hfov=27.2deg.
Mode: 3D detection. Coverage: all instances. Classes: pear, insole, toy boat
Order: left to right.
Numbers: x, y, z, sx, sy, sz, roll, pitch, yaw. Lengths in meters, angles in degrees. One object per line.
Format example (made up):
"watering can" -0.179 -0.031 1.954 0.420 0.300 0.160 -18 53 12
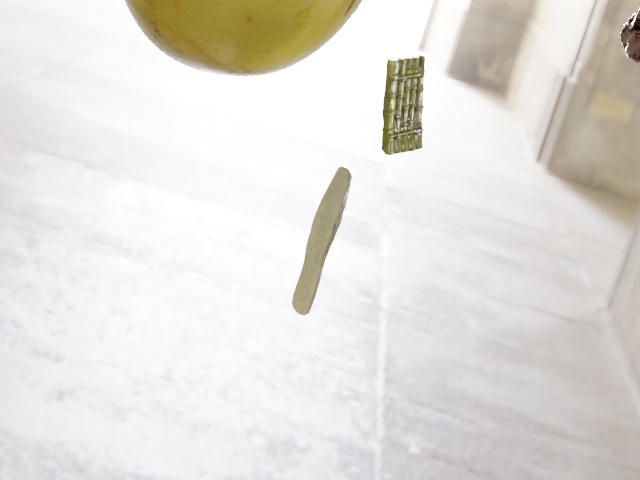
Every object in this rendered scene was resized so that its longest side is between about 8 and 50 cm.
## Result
"pear" -0.094 -0.378 1.683 0.348 0.348 0.348 16 15 -4
"insole" 0.000 0.000 1.589 0.010 0.192 0.063 10 18 -26
"toy boat" 0.100 -0.161 1.574 0.063 0.115 0.016 -15 23 -41

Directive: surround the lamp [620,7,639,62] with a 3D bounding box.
"lamp" 0.591 -0.272 2.060 0.215 0.223 0.151 -19 -2 4
